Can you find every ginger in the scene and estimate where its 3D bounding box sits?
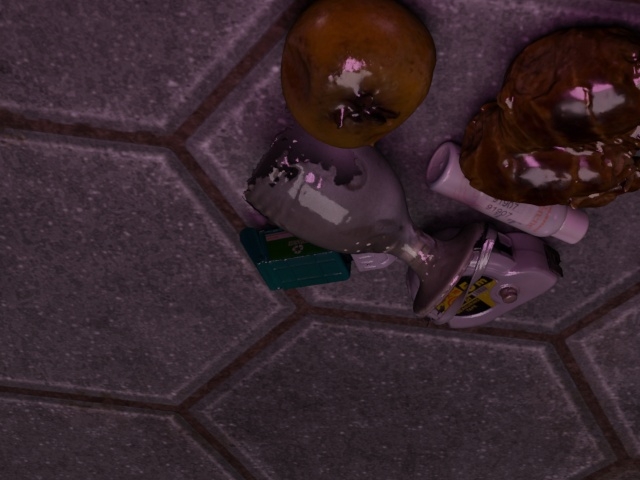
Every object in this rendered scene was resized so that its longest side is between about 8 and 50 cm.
[{"bbox_3d":[0.365,-0.158,1.707,0.274,0.152,0.357,23,138,-7],"label":"ginger"}]

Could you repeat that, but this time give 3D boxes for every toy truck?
[{"bbox_3d":[0.000,0.000,1.982,0.253,0.124,0.114,-8,141,18],"label":"toy truck"}]

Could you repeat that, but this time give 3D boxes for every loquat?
[{"bbox_3d":[0.042,-0.224,1.640,0.213,0.213,0.213,3,140,2],"label":"loquat"}]

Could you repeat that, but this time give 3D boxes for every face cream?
[{"bbox_3d":[0.291,-0.066,1.899,0.269,0.082,0.082,22,138,-19],"label":"face cream"}]

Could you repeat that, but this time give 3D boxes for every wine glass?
[{"bbox_3d":[0.057,-0.046,1.809,0.357,0.190,0.190,37,134,-8],"label":"wine glass"}]

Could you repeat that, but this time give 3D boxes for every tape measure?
[{"bbox_3d":[0.241,0.056,2.020,0.236,0.120,0.197,-34,133,31],"label":"tape measure"}]
